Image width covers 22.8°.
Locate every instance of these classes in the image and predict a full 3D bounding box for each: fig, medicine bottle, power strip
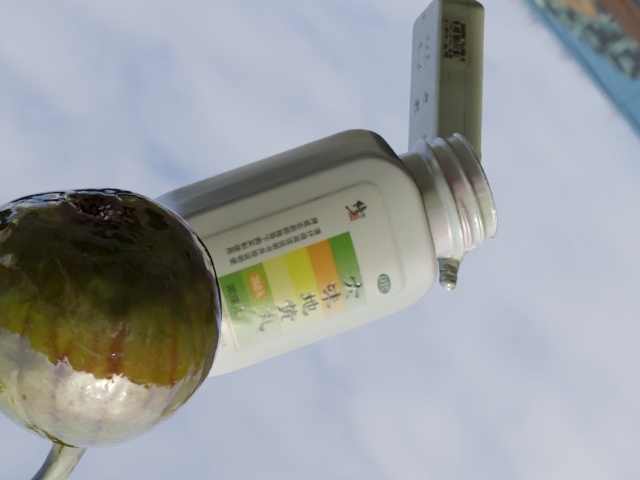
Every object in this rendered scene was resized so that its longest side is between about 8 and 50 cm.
[{"bbox_3d":[-0.138,0.092,0.895,0.151,0.259,0.151,8,-149,-5],"label":"fig"},{"bbox_3d":[0.000,0.000,1.499,0.124,0.324,0.179,-125,18,-60],"label":"medicine bottle"},{"bbox_3d":[0.133,-0.109,1.712,0.058,0.098,0.338,7,-106,-16],"label":"power strip"}]
